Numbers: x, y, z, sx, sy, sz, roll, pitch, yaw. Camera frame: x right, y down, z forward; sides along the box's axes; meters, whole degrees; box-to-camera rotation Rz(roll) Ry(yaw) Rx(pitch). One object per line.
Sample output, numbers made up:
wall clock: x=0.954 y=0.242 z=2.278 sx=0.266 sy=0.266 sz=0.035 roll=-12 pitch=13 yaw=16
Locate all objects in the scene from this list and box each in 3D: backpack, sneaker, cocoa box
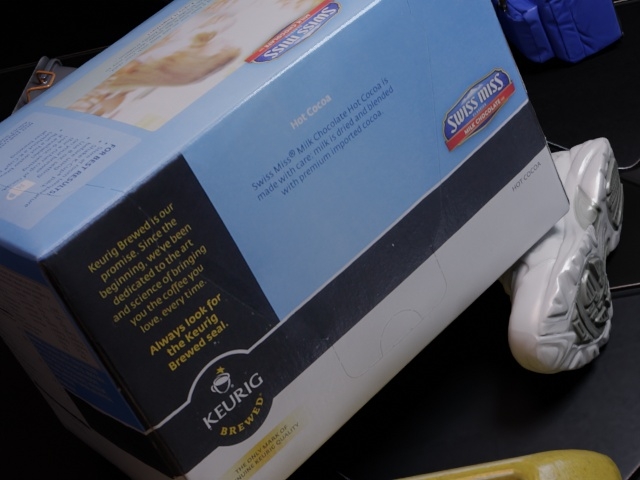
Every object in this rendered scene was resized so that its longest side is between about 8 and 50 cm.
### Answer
backpack: x=0.207 y=-0.230 z=1.144 sx=0.101 sy=0.098 sz=0.120 roll=-24 pitch=41 yaw=1
sneaker: x=0.157 y=0.016 z=0.916 sx=0.115 sy=0.090 sz=0.232 roll=-6 pitch=33 yaw=25
cocoa box: x=-0.049 y=-0.027 z=0.833 sx=0.347 sy=0.228 sz=0.231 roll=-41 pitch=32 yaw=-23

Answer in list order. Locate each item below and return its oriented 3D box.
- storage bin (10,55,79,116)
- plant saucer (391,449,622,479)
storage bin: x=-0.239 y=-0.119 z=1.211 sx=0.091 sy=0.098 sz=0.135 roll=2 pitch=44 yaw=9
plant saucer: x=0.029 y=0.258 z=0.694 sx=0.333 sy=0.081 sz=0.333 roll=-13 pitch=41 yaw=9
